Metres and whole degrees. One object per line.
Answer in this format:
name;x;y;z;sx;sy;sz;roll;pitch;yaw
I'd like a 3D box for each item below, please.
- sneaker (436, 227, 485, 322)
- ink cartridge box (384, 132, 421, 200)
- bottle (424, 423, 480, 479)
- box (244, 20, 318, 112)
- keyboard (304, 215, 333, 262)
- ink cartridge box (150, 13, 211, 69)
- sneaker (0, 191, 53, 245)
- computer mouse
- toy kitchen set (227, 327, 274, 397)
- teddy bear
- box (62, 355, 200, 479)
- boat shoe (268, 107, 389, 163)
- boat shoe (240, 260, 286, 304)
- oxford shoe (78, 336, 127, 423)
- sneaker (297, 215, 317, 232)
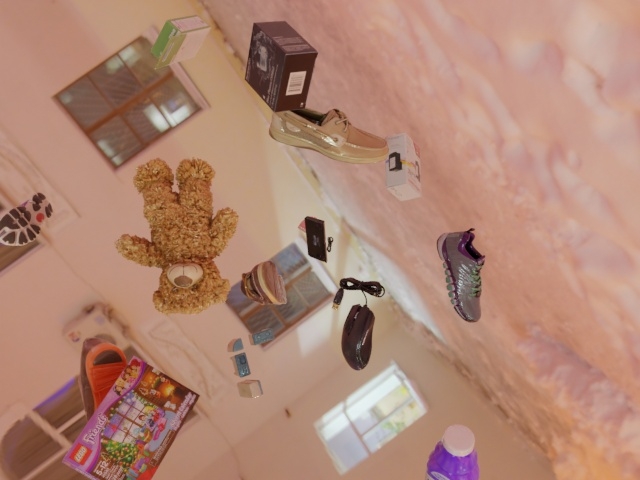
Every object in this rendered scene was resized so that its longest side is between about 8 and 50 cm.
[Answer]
sneaker;0.346;0.083;1.504;0.098;0.083;0.223;-17;94;45
ink cartridge box;0.260;-0.228;2.025;0.127;0.072;0.175;30;-124;-56
bottle;0.299;0.522;1.461;0.118;0.092;0.282;25;139;27
box;-0.097;-0.414;1.541;0.158;0.093;0.156;51;141;34
keyboard;0.000;0.000;2.224;0.108;0.023;0.180;20;137;27
ink cartridge box;-0.393;-0.543;1.758;0.062;0.109;0.209;41;-147;0
sneaker;-0.563;-0.030;1.211;0.068;0.071;0.170;58;-166;-18
computer mouse;0.080;0.229;1.856;0.060;0.261;0.184;10;-176;-41
toy kitchen set;-0.219;0.435;2.311;0.122;0.166;0.207;-18;87;60
teddy bear;-0.286;-0.020;1.329;0.245;0.337;0.113;14;159;-19
box;-0.456;0.458;1.585;0.201;0.293;0.057;32;145;-6
boat shoe;0.030;-0.301;1.784;0.121;0.341;0.110;-81;5;-55
boat shoe;-0.183;0.143;1.960;0.342;0.123;0.123;70;-171;-79
oxford shoe;-0.573;0.427;1.731;0.133;0.130;0.363;19;112;48
sneaker;-0.025;-0.050;2.358;0.051;0.070;0.134;39;175;-41
